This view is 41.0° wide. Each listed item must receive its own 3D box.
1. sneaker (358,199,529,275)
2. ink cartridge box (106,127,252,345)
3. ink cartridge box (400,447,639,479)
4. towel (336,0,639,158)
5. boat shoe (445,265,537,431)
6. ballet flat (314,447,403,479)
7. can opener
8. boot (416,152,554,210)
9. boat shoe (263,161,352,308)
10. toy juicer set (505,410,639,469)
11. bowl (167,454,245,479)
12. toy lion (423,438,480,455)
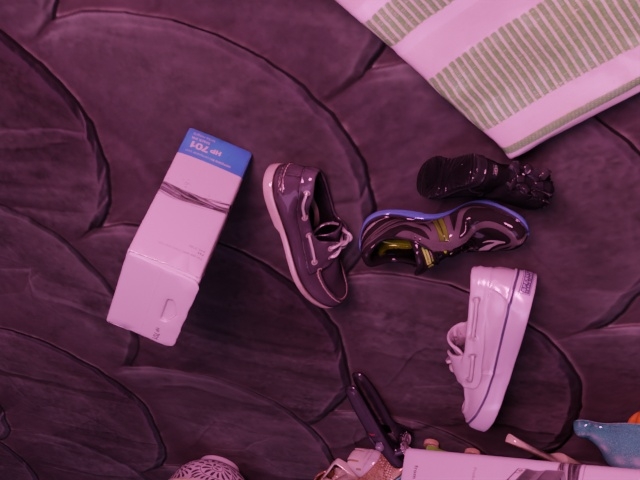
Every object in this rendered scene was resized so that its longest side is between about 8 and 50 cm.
[{"bbox_3d":[0.130,0.004,0.923,0.188,0.078,0.067,-4,134,22],"label":"sneaker"},{"bbox_3d":[-0.151,-0.004,0.929,0.082,0.190,0.139,24,138,-6],"label":"ink cartridge box"},{"bbox_3d":[0.332,0.396,1.116,0.395,0.166,0.285,-3,153,34],"label":"ink cartridge box"},{"bbox_3d":[0.149,-0.211,0.696,0.325,0.038,0.248,35,137,-27],"label":"towel"},{"bbox_3d":[0.194,0.128,1.036,0.084,0.095,0.258,14,128,10],"label":"boat shoe"},{"bbox_3d":[0.056,0.366,1.347,0.067,0.073,0.206,44,130,-6],"label":"ballet flat"},{"bbox_3d":[0.080,0.262,1.230,0.073,0.059,0.186,-8,133,27],"label":"can opener"},{"bbox_3d":[0.167,-0.057,0.867,0.099,0.045,0.121,12,171,-25],"label":"boot"},{"bbox_3d":[0.000,0.000,0.969,0.065,0.075,0.206,-3,129,27],"label":"boat shoe"},{"bbox_3d":[0.427,0.276,1.120,0.329,0.089,0.209,1,155,24],"label":"toy juicer set"},{"bbox_3d":[-0.187,0.425,1.482,0.170,0.080,0.170,10,138,9],"label":"bowl"},{"bbox_3d":[0.187,0.340,1.300,0.100,0.034,0.096,10,145,9],"label":"toy lion"}]
